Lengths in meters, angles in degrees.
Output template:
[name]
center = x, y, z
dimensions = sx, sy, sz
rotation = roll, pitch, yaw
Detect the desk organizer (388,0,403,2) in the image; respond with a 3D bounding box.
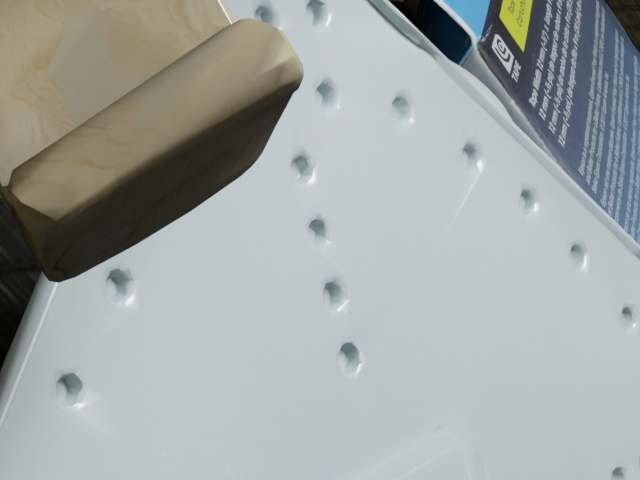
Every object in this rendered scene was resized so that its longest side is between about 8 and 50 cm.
[desk organizer]
center = 0.023, -0.193, 1.216
dimensions = 0.050, 0.047, 0.130
rotation = 48, 29, -29

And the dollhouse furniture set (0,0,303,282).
[dollhouse furniture set]
center = -0.118, -0.167, 0.534
dimensions = 0.362, 0.394, 0.256
rotation = 59, -9, 3

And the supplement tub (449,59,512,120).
[supplement tub]
center = 0.000, 0.000, 0.860
dimensions = 0.144, 0.144, 0.200
rotation = 59, 30, -4

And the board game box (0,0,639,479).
[board game box]
center = 0.016, 0.135, 0.699
dimensions = 0.390, 0.050, 0.390
rotation = 39, 58, -37

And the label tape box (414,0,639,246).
[label tape box]
center = 0.122, -0.076, 1.190
dimensions = 0.347, 0.115, 0.249
rotation = 50, 28, -21
